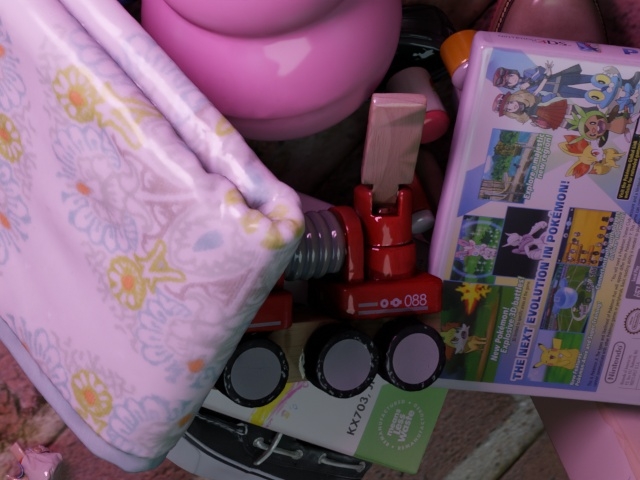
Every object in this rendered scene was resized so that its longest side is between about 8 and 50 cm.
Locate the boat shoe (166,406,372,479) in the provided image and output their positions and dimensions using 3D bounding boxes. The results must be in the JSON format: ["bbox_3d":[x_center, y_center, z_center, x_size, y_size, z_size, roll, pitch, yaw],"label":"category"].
[{"bbox_3d":[-0.067,0.178,1.678,0.306,0.113,0.105,34,104,-33],"label":"boat shoe"}]

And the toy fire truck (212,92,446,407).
[{"bbox_3d":[0.000,0.000,1.405,0.217,0.158,0.246,-3,101,-23],"label":"toy fire truck"}]

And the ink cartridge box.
[{"bbox_3d":[-0.049,0.056,1.549,0.353,0.119,0.207,21,89,-25],"label":"ink cartridge box"}]

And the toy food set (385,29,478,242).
[{"bbox_3d":[0.114,-0.066,1.502,0.111,0.104,0.232,-16,151,-11],"label":"toy food set"}]

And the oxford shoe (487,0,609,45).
[{"bbox_3d":[0.219,-0.078,1.558,0.123,0.130,0.348,-12,126,-5],"label":"oxford shoe"}]

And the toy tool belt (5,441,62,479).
[{"bbox_3d":[-0.283,0.238,1.710,0.051,0.052,0.083,19,119,11],"label":"toy tool belt"}]

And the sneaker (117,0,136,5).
[{"bbox_3d":[-0.243,-0.221,1.394,0.209,0.069,0.082,15,132,-22],"label":"sneaker"}]

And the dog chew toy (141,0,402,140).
[{"bbox_3d":[-0.047,-0.224,1.313,0.207,0.206,0.332,-15,146,-3],"label":"dog chew toy"}]

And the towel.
[{"bbox_3d":[-0.197,-0.039,1.325,0.090,0.374,0.320,-31,162,-38],"label":"towel"}]

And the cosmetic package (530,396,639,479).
[{"bbox_3d":[0.319,0.187,1.656,0.160,0.309,0.113,3,123,-17],"label":"cosmetic package"}]

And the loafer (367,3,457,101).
[{"bbox_3d":[0.011,-0.147,1.493,0.223,0.078,0.076,-14,125,-4],"label":"loafer"}]

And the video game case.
[{"bbox_3d":[0.246,-0.007,1.479,0.300,0.036,0.329,6,119,-8],"label":"video game case"}]
